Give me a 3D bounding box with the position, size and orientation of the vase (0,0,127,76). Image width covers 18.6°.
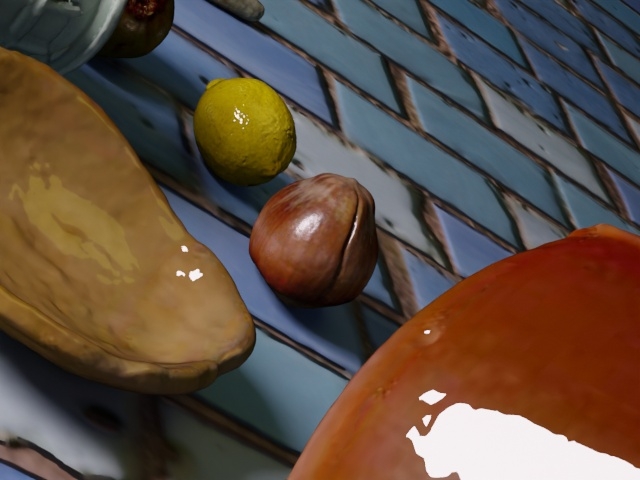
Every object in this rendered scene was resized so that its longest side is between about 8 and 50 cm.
[{"bbox_3d":[-0.233,-0.154,0.937,0.143,0.143,0.299,50,25,20],"label":"vase"}]

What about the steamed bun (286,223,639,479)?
[{"bbox_3d":[0.107,0.202,0.598,0.235,0.248,0.379,26,-28,35],"label":"steamed bun"}]

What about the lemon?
[{"bbox_3d":[-0.048,-0.069,1.197,0.062,0.062,0.083,16,33,-50],"label":"lemon"}]

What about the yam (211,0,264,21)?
[{"bbox_3d":[-0.087,-0.190,1.426,0.116,0.021,0.021,26,26,-35],"label":"yam"}]

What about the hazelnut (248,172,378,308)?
[{"bbox_3d":[0.000,0.000,1.125,0.086,0.086,0.086,36,21,-17],"label":"hazelnut"}]

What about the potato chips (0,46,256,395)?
[{"bbox_3d":[-0.127,0.002,0.919,0.208,0.062,0.195,30,29,-33],"label":"potato chips"}]

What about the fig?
[{"bbox_3d":[-0.140,-0.155,1.206,0.084,0.082,0.098,-8,16,-42],"label":"fig"}]
